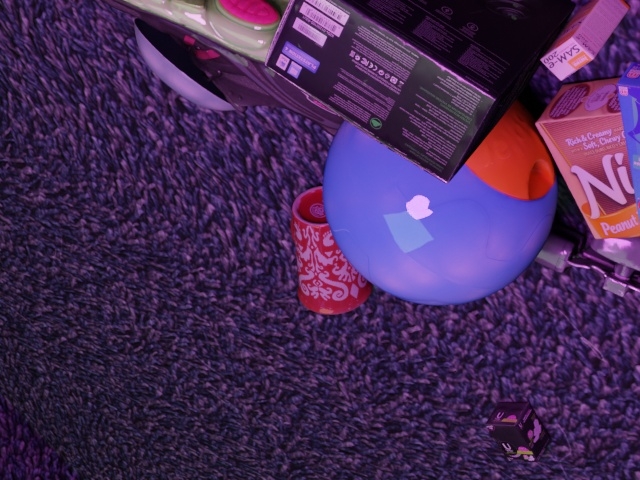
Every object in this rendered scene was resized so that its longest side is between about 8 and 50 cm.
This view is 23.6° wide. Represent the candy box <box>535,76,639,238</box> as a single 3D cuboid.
[{"bbox_3d":[0.423,-0.100,1.746,0.316,0.087,0.183,-2,128,45],"label":"candy box"}]

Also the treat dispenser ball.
[{"bbox_3d":[0.145,-0.063,1.873,0.288,0.288,0.288,25,145,19],"label":"treat dispenser ball"}]

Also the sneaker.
[{"bbox_3d":[-0.138,-0.273,1.993,0.483,0.185,0.202,31,142,14],"label":"sneaker"}]

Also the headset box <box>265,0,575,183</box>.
[{"bbox_3d":[0.119,-0.236,1.713,0.246,0.283,0.131,33,131,6],"label":"headset box"}]

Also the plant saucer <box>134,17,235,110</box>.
[{"bbox_3d":[-0.188,-0.231,2.108,0.195,0.195,0.037,37,103,-10],"label":"plant saucer"}]

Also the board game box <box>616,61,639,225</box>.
[{"bbox_3d":[0.413,-0.086,1.650,0.160,0.047,0.210,11,136,35],"label":"board game box"}]

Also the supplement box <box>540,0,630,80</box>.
[{"bbox_3d":[0.295,-0.230,1.703,0.036,0.098,0.062,43,146,-8],"label":"supplement box"}]

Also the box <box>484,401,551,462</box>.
[{"bbox_3d":[0.306,0.297,2.372,0.062,0.052,0.083,-5,127,45],"label":"box"}]

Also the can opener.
[{"bbox_3d":[0.321,-0.011,1.993,0.283,0.076,0.095,26,113,19],"label":"can opener"}]

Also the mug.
[{"bbox_3d":[-0.003,0.007,2.270,0.150,0.113,0.169,18,138,26],"label":"mug"}]
